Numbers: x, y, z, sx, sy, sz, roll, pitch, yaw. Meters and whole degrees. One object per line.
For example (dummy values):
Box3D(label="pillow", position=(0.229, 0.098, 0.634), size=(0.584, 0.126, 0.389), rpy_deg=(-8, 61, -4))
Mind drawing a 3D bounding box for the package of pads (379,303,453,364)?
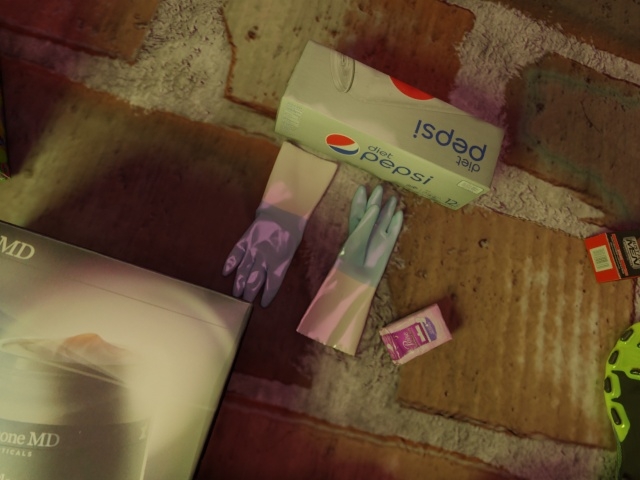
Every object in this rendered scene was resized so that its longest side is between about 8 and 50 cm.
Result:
Box3D(label="package of pads", position=(0.122, 0.119, 0.546), size=(0.083, 0.032, 0.050), rpy_deg=(-21, 79, -16))

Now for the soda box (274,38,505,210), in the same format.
Box3D(label="soda box", position=(0.090, -0.148, 0.574), size=(0.287, 0.091, 0.098), rpy_deg=(23, 72, -6))

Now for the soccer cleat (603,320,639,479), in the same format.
Box3D(label="soccer cleat", position=(0.443, 0.252, 0.567), size=(0.121, 0.094, 0.288), rpy_deg=(28, 65, -36))

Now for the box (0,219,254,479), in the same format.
Box3D(label="box", position=(-0.249, 0.154, 0.383), size=(0.297, 0.183, 0.293), rpy_deg=(19, 72, -7))

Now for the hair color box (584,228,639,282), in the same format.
Box3D(label="hair color box", position=(0.477, 0.019, 0.639), size=(0.141, 0.043, 0.071), rpy_deg=(-7, 77, -14))

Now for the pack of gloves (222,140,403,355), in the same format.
Box3D(label="pack of gloves", position=(0.000, 0.000, 0.543), size=(0.195, 0.046, 0.231), rpy_deg=(25, 72, -6))

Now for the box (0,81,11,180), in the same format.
Box3D(label="box", position=(-0.511, -0.202, 0.418), size=(0.280, 0.177, 0.289), rpy_deg=(-11, 79, -13))
